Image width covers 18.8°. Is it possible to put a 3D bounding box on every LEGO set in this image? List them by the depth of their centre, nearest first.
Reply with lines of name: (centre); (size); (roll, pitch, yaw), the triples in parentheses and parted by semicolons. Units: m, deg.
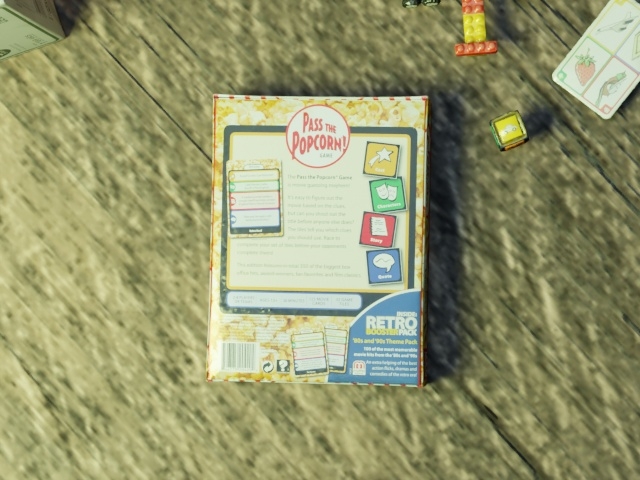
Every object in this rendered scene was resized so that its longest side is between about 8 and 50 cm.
LEGO set: (0.159, -0.184, 1.282); (0.182, 0.060, 0.244); (38, 90, 8)

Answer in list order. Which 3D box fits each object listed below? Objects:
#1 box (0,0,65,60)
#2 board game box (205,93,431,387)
box: (-0.333, -0.137, 1.279); (0.290, 0.169, 0.087); (-19, 86, 6)
board game box: (0.000, 0.000, 1.297); (0.146, 0.045, 0.193); (2, 88, 7)
